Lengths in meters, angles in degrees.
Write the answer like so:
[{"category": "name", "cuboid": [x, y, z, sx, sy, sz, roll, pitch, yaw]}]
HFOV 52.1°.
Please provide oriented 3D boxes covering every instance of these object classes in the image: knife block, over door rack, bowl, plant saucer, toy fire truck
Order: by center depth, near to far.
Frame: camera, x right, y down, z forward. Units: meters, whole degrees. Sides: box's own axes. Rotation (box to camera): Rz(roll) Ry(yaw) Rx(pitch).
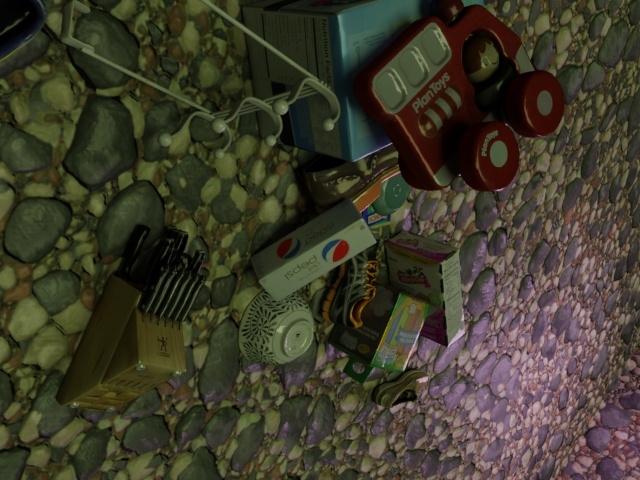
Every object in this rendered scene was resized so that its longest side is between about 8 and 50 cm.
[{"category": "over door rack", "cuboid": [-0.158, -0.215, 0.881, 0.324, 0.239, 0.108, 36, 56, -47]}, {"category": "toy fire truck", "cuboid": [0.207, -0.226, 0.982, 0.302, 0.169, 0.254, -47, 118, -21]}, {"category": "knife block", "cuboid": [-0.293, 0.110, 1.015, 0.275, 0.242, 0.088, -31, 144, 28]}, {"category": "bowl", "cuboid": [-0.067, 0.175, 1.253, 0.170, 0.080, 0.170, -18, 118, -39]}, {"category": "plant saucer", "cuboid": [0.150, -0.106, 1.336, 0.119, 0.021, 0.119, -23, 122, -42]}]

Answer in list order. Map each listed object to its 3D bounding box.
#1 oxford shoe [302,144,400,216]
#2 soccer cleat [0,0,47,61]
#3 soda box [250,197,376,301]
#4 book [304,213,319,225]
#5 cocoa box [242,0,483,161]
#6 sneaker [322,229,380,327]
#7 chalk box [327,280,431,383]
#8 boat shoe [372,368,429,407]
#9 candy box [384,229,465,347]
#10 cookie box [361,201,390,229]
[{"category": "oxford shoe", "cuboid": [0.112, -0.196, 1.247, 0.364, 0.130, 0.133, -48, 129, -19]}, {"category": "soccer cleat", "cuboid": [-0.428, -0.201, 0.708, 0.289, 0.121, 0.093, -44, 133, -23]}, {"category": "soda box", "cuboid": [-0.014, 0.017, 1.182, 0.216, 0.069, 0.074, -31, 133, 4]}, {"category": "book", "cuboid": [0.000, 0.000, 1.283, 0.144, 0.035, 0.096, -40, 129, -28]}, {"category": "cocoa box", "cuboid": [0.084, -0.307, 1.096, 0.347, 0.228, 0.231, -29, 125, -34]}, {"category": "sneaker", "cuboid": [0.081, 0.081, 1.344, 0.084, 0.083, 0.215, 5, 109, -56]}, {"category": "chalk box", "cuboid": [0.119, 0.201, 1.411, 0.132, 0.132, 0.213, 22, 91, -47]}, {"category": "boat shoe", "cuboid": [0.215, 0.376, 1.620, 0.190, 0.072, 0.068, -16, 117, -40]}, {"category": "candy box", "cuboid": [0.235, 0.108, 1.467, 0.071, 0.159, 0.233, -32, 126, -33]}, {"category": "cookie box", "cuboid": [0.105, -0.079, 1.347, 0.092, 0.040, 0.107, -17, 119, -41]}]
